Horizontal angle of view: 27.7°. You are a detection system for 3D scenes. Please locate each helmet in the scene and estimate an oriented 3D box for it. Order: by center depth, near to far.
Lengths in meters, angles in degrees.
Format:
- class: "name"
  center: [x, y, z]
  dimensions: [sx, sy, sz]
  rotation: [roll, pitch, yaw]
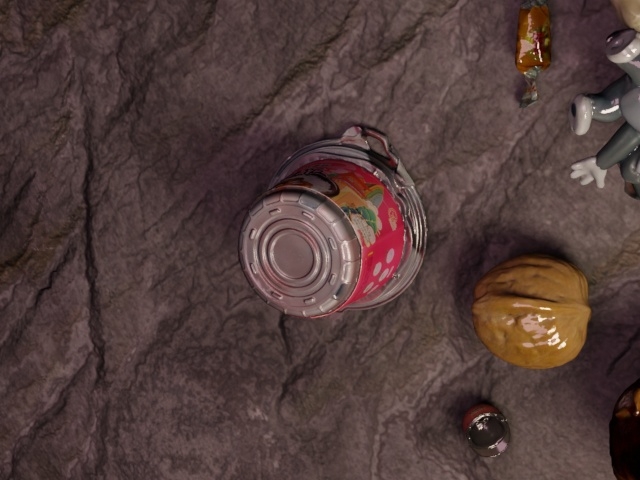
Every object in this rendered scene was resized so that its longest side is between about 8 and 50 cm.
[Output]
- class: "helmet"
  center: [0.232, 0.264, 1.849]
  dimensions: [0.065, 0.049, 0.084]
  rotation: [-23, 124, -3]

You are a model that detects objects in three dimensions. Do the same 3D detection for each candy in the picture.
- class: "candy"
  center: [0.276, -0.256, 1.676]
  dimensions: [0.046, 0.053, 0.182]
  rotation: [7, 109, 17]

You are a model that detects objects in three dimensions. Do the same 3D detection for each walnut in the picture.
- class: "walnut"
  center: [0.279, 0.093, 1.725]
  dimensions: [0.167, 0.149, 0.166]
  rotation: [-10, 72, 34]

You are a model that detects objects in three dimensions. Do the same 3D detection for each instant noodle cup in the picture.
- class: "instant noodle cup"
  center: [0.000, 0.000, 1.812]
  dimensions: [0.258, 0.181, 0.302]
  rotation: [15, 111, 21]

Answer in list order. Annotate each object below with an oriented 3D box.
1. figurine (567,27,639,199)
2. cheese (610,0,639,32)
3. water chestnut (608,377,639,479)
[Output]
- class: "figurine"
  center: [0.366, -0.121, 1.452]
  dimensions: [0.193, 0.140, 0.265]
  rotation: [-12, 116, 40]
- class: "cheese"
  center: [0.454, -0.327, 1.364]
  dimensions: [0.326, 0.115, 0.318]
  rotation: [38, 115, 20]
- class: "water chestnut"
  center: [0.507, 0.225, 1.602]
  dimensions: [0.300, 0.300, 0.300]
  rotation: [8, 108, 25]
